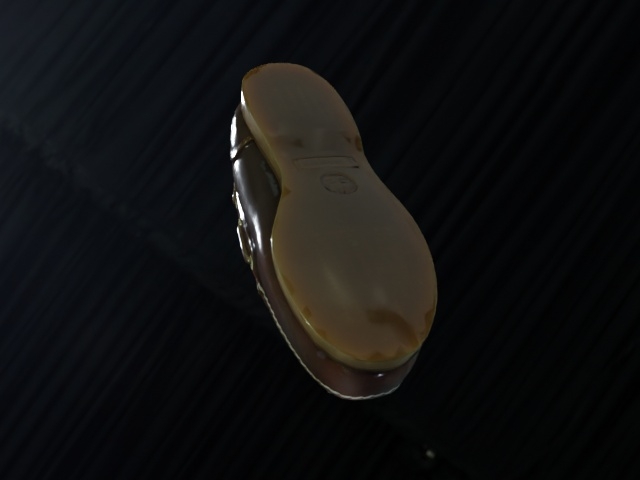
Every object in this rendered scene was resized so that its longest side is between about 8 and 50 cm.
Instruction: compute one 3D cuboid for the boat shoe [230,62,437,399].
[{"bbox_3d":[0.000,0.000,0.514,0.073,0.073,0.207,2,-140,-16],"label":"boat shoe"}]
